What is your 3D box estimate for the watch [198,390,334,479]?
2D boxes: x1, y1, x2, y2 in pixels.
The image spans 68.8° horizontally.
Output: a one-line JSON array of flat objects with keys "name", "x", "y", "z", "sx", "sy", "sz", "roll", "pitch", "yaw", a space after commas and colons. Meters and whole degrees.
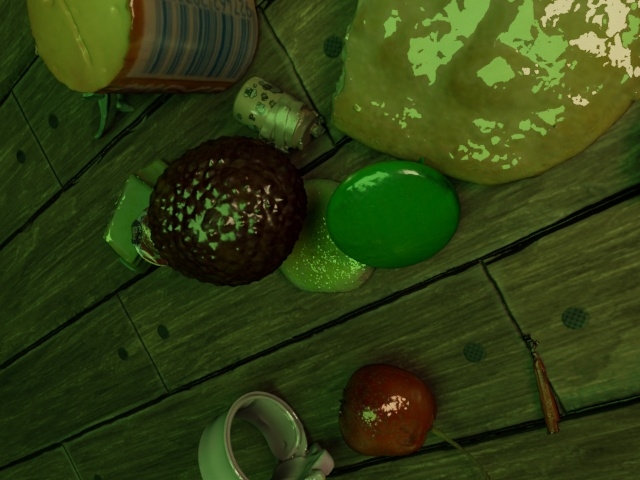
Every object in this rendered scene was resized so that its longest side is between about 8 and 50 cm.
[{"name": "watch", "x": -0.112, "y": 0.418, "z": 0.891, "sx": 0.196, "sy": 0.244, "sz": 0.231, "roll": -41, "pitch": 90, "yaw": 28}]

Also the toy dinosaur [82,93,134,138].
[{"name": "toy dinosaur", "x": -0.428, "y": -0.326, "z": 0.917, "sx": 0.205, "sy": 0.092, "sz": 0.393, "roll": 68, "pitch": 157, "yaw": 17}]

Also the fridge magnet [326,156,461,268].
[{"name": "fridge magnet", "x": 0.113, "y": -0.038, "z": 0.733, "sx": 0.208, "sy": 0.088, "sz": 0.208, "roll": 2, "pitch": 131, "yaw": 2}]

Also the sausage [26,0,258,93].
[{"name": "sausage", "x": -0.273, "y": -0.358, "z": 0.767, "sx": 0.233, "sy": 0.287, "sz": 0.232, "roll": 10, "pitch": 111, "yaw": 26}]

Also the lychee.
[{"name": "lychee", "x": -0.150, "y": -0.049, "z": 0.775, "sx": 0.261, "sy": 0.261, "sz": 0.260, "roll": 6, "pitch": 104, "yaw": 25}]

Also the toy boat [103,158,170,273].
[{"name": "toy boat", "x": -0.388, "y": -0.040, "z": 1.010, "sx": 0.111, "sy": 0.084, "sz": 0.276, "roll": 37, "pitch": 114, "yaw": 12}]

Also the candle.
[{"name": "candle", "x": 0.355, "y": 0.227, "z": 0.746, "sx": 0.026, "sy": 0.021, "sz": 0.167, "roll": -14, "pitch": 94, "yaw": 18}]

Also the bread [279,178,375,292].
[{"name": "bread", "x": 0.000, "y": 0.000, "z": 0.859, "sx": 0.229, "sy": 0.033, "sz": 0.228, "roll": 5, "pitch": 103, "yaw": 23}]

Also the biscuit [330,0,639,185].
[{"name": "biscuit", "x": 0.217, "y": -0.288, "z": 0.649, "sx": 0.446, "sy": 0.104, "sz": 0.429, "roll": 33, "pitch": 114, "yaw": 16}]

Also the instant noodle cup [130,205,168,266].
[{"name": "instant noodle cup", "x": -0.293, "y": -0.003, "z": 0.929, "sx": 0.127, "sy": 0.135, "sz": 0.127, "roll": 1, "pitch": 81, "yaw": -7}]

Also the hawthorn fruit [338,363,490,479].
[{"name": "hawthorn fruit", "x": 0.169, "y": 0.317, "z": 0.796, "sx": 0.286, "sy": 0.165, "sz": 0.165, "roll": 22, "pitch": 111, "yaw": 10}]

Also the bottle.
[{"name": "bottle", "x": -0.070, "y": -0.210, "z": 0.812, "sx": 0.152, "sy": 0.099, "sz": 0.098, "roll": 34, "pitch": 114, "yaw": 12}]
